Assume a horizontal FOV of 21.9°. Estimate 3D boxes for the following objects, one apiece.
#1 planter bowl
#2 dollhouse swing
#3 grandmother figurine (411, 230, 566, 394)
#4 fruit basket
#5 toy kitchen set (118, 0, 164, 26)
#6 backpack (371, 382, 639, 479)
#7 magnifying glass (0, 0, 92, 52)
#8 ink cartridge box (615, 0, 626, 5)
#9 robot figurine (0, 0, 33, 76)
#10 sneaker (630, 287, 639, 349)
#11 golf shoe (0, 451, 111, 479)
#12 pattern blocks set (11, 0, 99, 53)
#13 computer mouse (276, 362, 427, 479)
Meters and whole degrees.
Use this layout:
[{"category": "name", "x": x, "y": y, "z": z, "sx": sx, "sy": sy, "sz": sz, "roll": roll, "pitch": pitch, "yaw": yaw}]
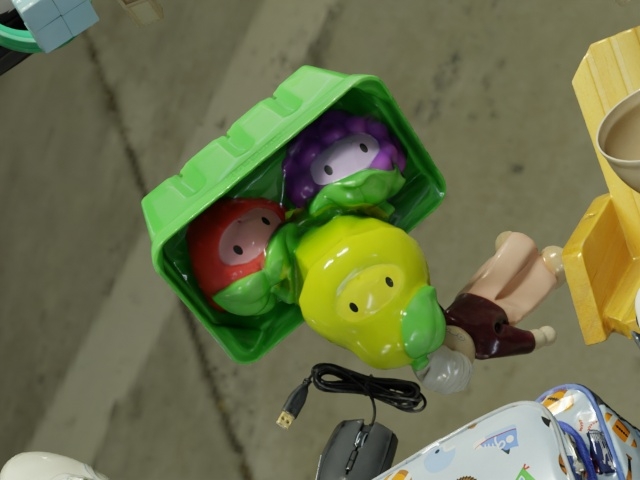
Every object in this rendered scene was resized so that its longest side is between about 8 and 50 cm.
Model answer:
[{"category": "planter bowl", "x": 0.428, "y": -0.107, "z": 1.999, "sx": 0.162, "sy": 0.109, "sz": 0.162, "roll": -22, "pitch": 31, "yaw": 14}, {"category": "dollhouse swing", "x": 0.454, "y": -0.103, "z": 2.020, "sx": 0.346, "sy": 0.305, "sz": 0.315, "roll": -18, "pitch": 14, "yaw": 30}, {"category": "grandmother figurine", "x": 0.214, "y": 0.098, "z": 2.242, "sx": 0.207, "sy": 0.342, "sz": 0.104, "roll": 11, "pitch": 121, "yaw": 25}, {"category": "fruit basket", "x": 0.000, "y": 0.000, "z": 2.075, "sx": 0.392, "sy": 0.283, "sz": 0.392, "roll": -20, "pitch": 42, "yaw": 19}, {"category": "toy kitchen set", "x": -0.227, "y": -0.291, "z": 1.861, "sx": 0.068, "sy": 0.075, "sz": 0.083, "roll": -18, "pitch": 60, "yaw": 11}, {"category": "backpack", "x": 0.150, "y": 0.258, "z": 1.167, "sx": 0.276, "sy": 0.213, "sz": 0.263, "roll": -36, "pitch": 54, "yaw": 22}, {"category": "magnifying glass", "x": -0.269, "y": -0.227, "z": 1.233, "sx": 0.092, "sy": 0.231, "sz": 0.026, "roll": -50, "pitch": -6, "yaw": -21}, {"category": "ink cartridge box", "x": 0.384, "y": -0.412, "z": 2.072, "sx": 0.168, "sy": 0.171, "sz": 0.232, "roll": -44, "pitch": -2, "yaw": 9}, {"category": "robot figurine", "x": -0.351, "y": -0.276, "z": 1.574, "sx": 0.173, "sy": 0.278, "sz": 0.209, "roll": 39, "pitch": 148, "yaw": 22}, {"category": "sneaker", "x": 0.300, "y": 0.083, "z": 1.253, "sx": 0.126, "sy": 0.321, "sz": 0.127, "roll": 10, "pitch": 39, "yaw": 26}, {"category": "golf shoe", "x": -0.170, "y": 0.187, "z": 1.188, "sx": 0.176, "sy": 0.086, "sz": 0.069, "roll": 24, "pitch": 61, "yaw": 32}, {"category": "pattern blocks set", "x": -0.304, "y": -0.105, "z": 1.048, "sx": 0.325, "sy": 0.285, "sz": 0.026, "roll": -41, "pitch": 55, "yaw": 0}, {"category": "computer mouse", "x": 0.015, "y": 0.278, "z": 2.199, "sx": 0.060, "sy": 0.184, "sz": 0.262, "roll": 70, "pitch": -140, "yaw": -62}]
